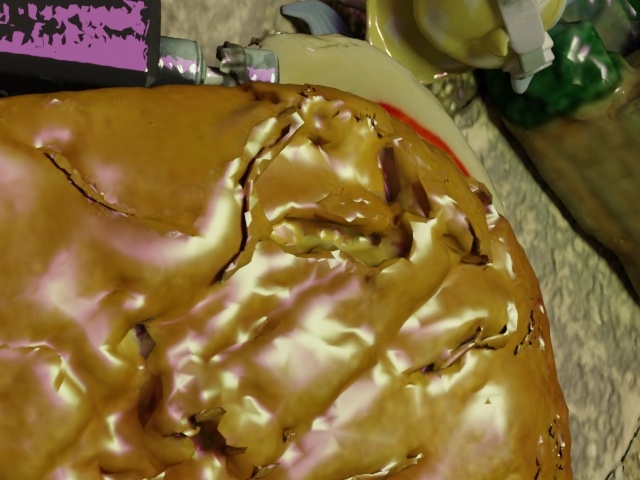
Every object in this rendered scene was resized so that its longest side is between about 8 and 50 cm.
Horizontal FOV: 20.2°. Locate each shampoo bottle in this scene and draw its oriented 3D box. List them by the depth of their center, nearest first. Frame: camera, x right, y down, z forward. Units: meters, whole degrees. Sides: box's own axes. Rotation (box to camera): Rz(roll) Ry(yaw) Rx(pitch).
[{"bbox_3d":[-0.172,-0.101,0.918,0.309,0.098,0.071,5,69,-19],"label":"shampoo bottle"}]

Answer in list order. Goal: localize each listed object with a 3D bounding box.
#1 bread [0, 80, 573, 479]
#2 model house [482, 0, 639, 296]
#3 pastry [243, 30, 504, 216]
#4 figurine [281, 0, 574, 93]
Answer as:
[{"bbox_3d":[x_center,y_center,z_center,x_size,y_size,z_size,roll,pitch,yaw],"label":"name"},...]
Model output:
[{"bbox_3d":[-0.077,0.109,0.839,0.398,0.215,0.398,-2,95,-24],"label":"bread"},{"bbox_3d":[0.364,-0.178,1.316,0.334,0.342,0.382,49,50,-19],"label":"model house"},{"bbox_3d":[-0.002,0.000,1.079,0.265,0.133,0.265,17,61,-34],"label":"pastry"},{"bbox_3d":[0.087,-0.149,1.186,0.208,0.184,0.128,-24,90,-1],"label":"figurine"}]
